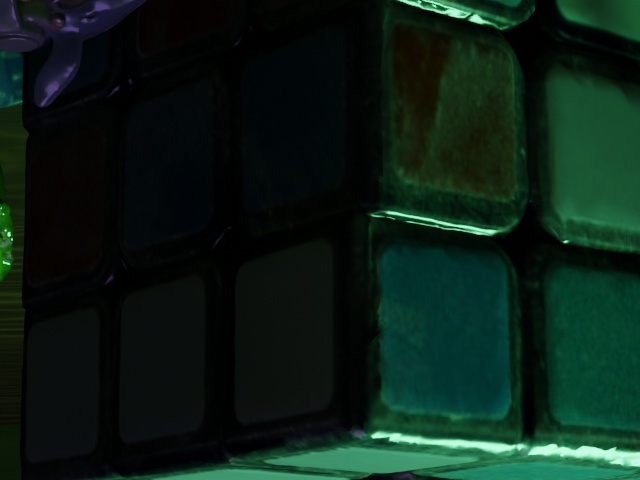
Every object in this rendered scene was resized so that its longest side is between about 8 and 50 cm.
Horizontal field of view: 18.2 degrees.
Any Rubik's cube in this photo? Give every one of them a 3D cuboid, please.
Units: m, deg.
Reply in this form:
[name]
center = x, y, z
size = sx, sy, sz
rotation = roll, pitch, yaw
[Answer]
[Rubik's cube]
center = 0.049, -0.016, 1.200
size = 0.363, 0.358, 0.362
rotation = 8, 167, -40

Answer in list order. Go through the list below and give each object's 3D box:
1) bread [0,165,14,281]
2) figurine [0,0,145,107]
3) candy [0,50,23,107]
[bread]
center = -0.449, -0.013, 1.692
size = 0.382, 0.129, 0.366
rotation = -3, 167, 5
[figurine]
center = -0.187, -0.153, 1.094
size = 0.209, 0.128, 0.184
rotation = 3, 166, 3
[candy]
center = -0.309, -0.125, 1.333
size = 0.187, 0.077, 0.331
rotation = 0, 169, 27
